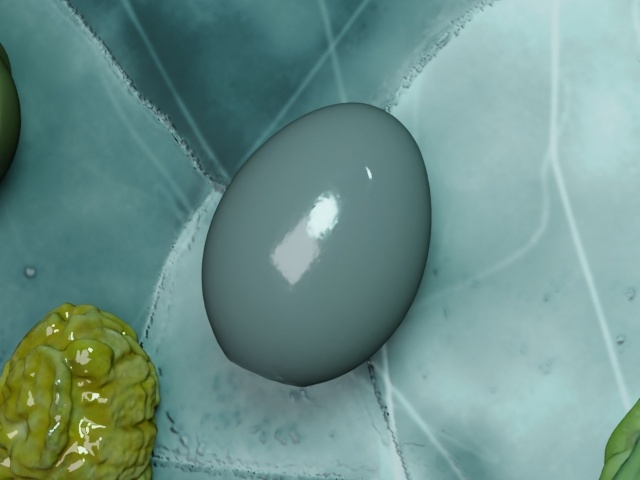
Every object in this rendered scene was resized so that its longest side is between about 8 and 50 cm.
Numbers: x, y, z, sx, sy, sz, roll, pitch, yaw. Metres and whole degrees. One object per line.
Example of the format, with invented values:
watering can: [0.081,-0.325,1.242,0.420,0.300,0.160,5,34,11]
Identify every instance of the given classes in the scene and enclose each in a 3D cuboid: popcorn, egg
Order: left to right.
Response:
popcorn: [-0.221,0.163,1.212,0.163,0.140,0.194,41,107,21]
egg: [0.000,0.000,1.098,0.176,0.176,0.232,22,92,20]

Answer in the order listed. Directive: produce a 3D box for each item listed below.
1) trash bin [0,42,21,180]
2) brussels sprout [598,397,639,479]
trash bin: [-0.416,-0.154,1.242,0.334,0.214,0.214,42,105,20]
brussels sprout: [0.348,0.173,0.910,0.344,0.268,0.344,0,86,6]
